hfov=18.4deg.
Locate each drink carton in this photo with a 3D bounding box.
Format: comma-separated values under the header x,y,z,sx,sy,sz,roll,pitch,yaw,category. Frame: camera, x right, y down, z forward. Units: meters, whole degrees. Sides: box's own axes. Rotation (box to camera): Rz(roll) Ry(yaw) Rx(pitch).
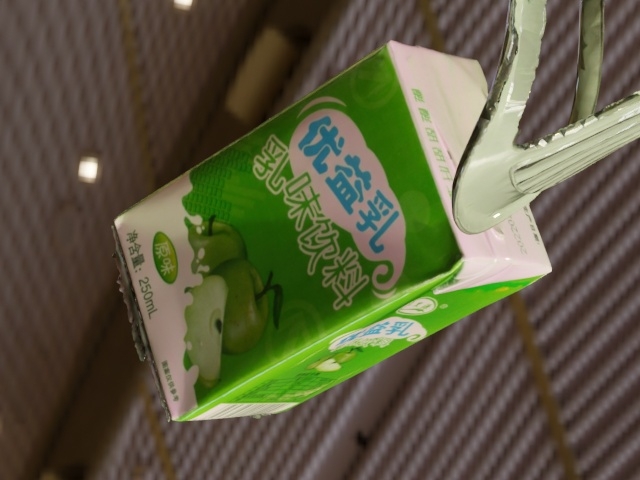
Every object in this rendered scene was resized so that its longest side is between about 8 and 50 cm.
x,y,z,sx,sy,sz,roll,pitch,yaw,category
0.000,0.000,1.285,0.271,0.108,0.161,-30,-111,32,drink carton

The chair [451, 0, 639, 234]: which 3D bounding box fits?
x,y,z,sx,sy,sz,roll,pitch,yaw,category
0.192,-0.116,0.962,0.275,0.203,0.190,-8,-97,18,chair
